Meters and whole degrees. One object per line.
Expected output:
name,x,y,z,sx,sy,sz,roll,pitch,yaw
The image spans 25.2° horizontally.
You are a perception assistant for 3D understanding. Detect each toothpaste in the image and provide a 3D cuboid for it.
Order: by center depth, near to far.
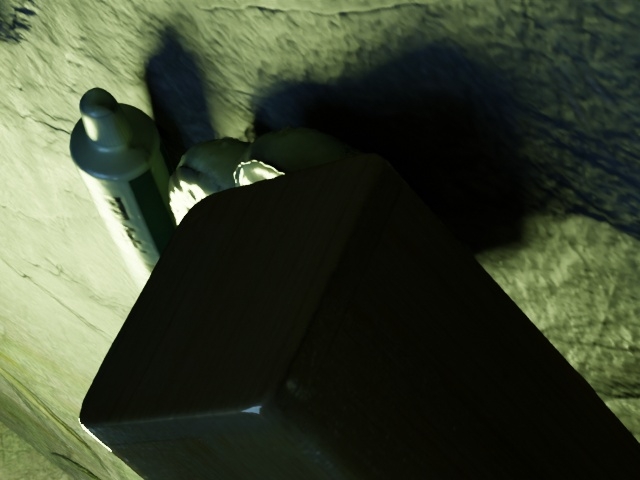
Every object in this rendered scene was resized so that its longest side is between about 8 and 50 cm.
toothpaste,-0.125,-0.001,1.074,0.099,0.061,0.392,31,160,19

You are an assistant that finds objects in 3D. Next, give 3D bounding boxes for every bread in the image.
bread,0.000,0.000,0.846,0.172,0.064,0.232,49,159,-14

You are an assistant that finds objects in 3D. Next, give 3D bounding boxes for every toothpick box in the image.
toothpick box,0.048,0.118,0.740,0.190,0.187,0.308,-12,132,45
